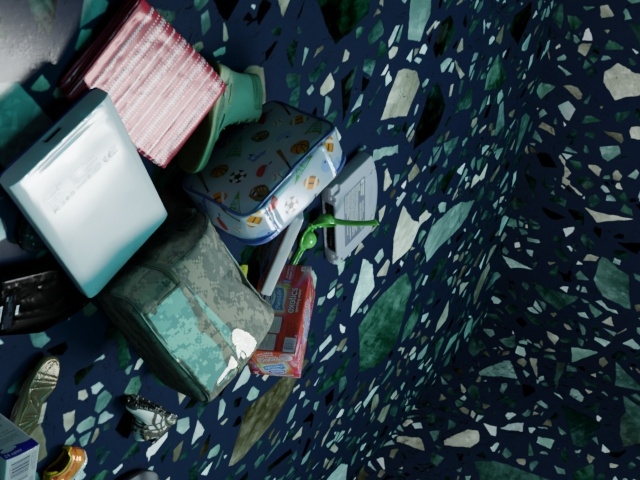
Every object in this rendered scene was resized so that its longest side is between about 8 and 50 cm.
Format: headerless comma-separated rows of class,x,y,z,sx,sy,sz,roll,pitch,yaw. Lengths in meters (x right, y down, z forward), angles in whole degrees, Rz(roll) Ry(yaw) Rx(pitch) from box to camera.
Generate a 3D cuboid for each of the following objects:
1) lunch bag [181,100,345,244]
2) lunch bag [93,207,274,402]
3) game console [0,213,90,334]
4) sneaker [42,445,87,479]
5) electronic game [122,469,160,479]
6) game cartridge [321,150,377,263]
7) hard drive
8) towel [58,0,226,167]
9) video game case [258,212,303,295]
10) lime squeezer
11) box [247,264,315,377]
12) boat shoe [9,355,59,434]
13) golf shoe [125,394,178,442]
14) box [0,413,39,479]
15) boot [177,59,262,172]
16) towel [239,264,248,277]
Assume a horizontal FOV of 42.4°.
lunch bag,-0.111,-0.144,1.632,0.303,0.243,0.115,-45,138,-21
lunch bag,-0.245,0.123,1.592,0.256,0.213,0.305,-46,123,-25
game console,-0.446,-0.005,1.378,0.213,0.044,0.361,-16,130,-58
sneaker,-0.547,0.496,1.682,0.067,0.064,0.175,36,77,-44
electronic game,-0.468,0.651,1.973,0.229,0.048,0.229,-44,150,-35
game cartridge,0.082,-0.093,2.255,0.198,0.062,0.297,-49,152,-34
hard drive,-0.374,-0.068,1.353,0.210,0.040,0.318,-51,153,-23
towel,-0.286,-0.257,1.375,0.199,0.031,0.275,-52,147,-2
video game case,-0.091,-0.047,1.764,0.285,0.025,0.204,-98,-152,-54
lime squeezer,0.000,0.000,2.151,0.310,0.110,0.059,-35,177,14
box,-0.095,0.191,2.003,0.122,0.128,0.256,84,13,-52
boat shoe,-0.528,0.278,1.513,0.056,0.048,0.153,17,93,-52
golf shoe,-0.390,0.407,1.847,0.094,0.077,0.198,-56,153,-12
box,-0.562,0.378,1.427,0.072,0.137,0.126,-23,135,-54
boot,-0.188,-0.229,1.589,0.165,0.077,0.213,-3,111,-61
towel,-0.185,0.176,1.918,0.102,0.021,0.237,-34,124,-87
